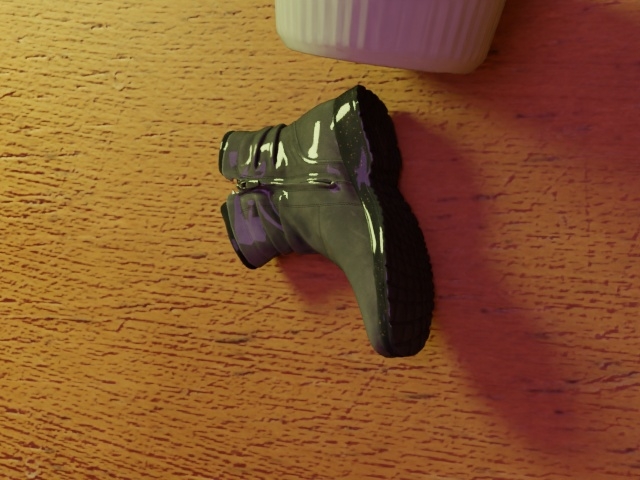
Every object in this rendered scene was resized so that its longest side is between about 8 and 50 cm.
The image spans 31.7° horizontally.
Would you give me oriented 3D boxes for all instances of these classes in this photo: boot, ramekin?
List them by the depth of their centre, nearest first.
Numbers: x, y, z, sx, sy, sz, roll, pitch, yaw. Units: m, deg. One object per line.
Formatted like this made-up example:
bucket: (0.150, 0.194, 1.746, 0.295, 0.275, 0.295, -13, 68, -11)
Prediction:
ramekin: (0.074, -0.261, 1.237, 0.273, 0.273, 0.127, 14, 105, 27)
boot: (0.000, 0.000, 1.343, 0.223, 0.118, 0.338, -20, 67, 27)
